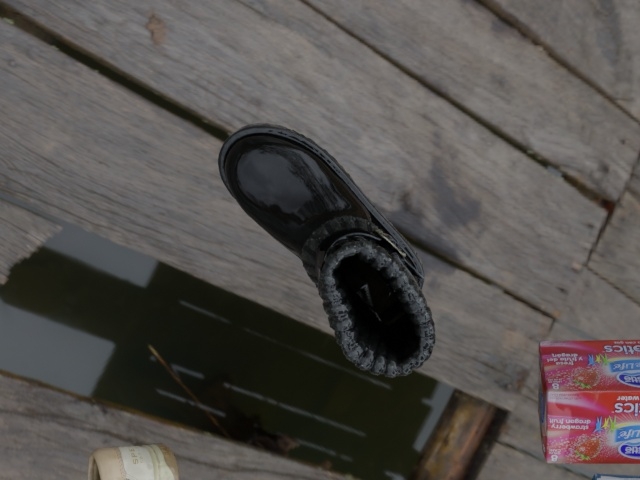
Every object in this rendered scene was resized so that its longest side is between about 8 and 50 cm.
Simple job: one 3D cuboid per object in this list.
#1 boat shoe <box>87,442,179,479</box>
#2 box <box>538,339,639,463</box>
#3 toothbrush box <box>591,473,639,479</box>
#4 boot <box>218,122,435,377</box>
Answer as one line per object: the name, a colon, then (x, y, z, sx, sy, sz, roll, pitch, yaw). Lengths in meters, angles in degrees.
boat shoe: (-0.255, 0.417, 1.108, 0.110, 0.121, 0.341, 7, 87, -34)
box: (0.431, 0.219, 1.242, 0.256, 0.123, 0.128, -1, 118, 8)
toothbrush box: (0.402, 0.471, 1.211, 0.126, 0.216, 0.295, 3, 141, 2)
boot: (0.003, -0.002, 1.118, 0.348, 0.260, 0.131, 38, 106, -5)
